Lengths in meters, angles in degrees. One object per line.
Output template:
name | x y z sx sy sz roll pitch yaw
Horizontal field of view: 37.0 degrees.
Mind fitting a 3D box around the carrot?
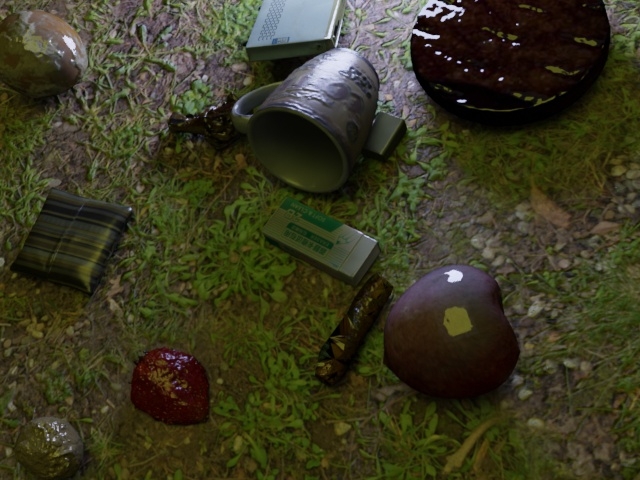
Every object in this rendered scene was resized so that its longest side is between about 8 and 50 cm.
carrot | 0.062 0.164 1.776 0.069 0.069 0.228 25 69 24

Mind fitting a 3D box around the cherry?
cherry | 0.217 0.162 1.656 0.239 0.206 0.239 -1 72 4

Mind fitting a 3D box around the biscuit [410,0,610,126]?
biscuit | 0.390 -0.407 1.984 0.408 0.091 0.407 -6 63 13

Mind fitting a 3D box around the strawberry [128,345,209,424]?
strawberry | -0.286 0.279 1.802 0.187 0.082 0.146 39 84 23

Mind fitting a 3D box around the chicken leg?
chicken leg | -0.235 -0.253 2.071 0.196 0.080 0.125 -19 49 12

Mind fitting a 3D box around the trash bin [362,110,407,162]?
trash bin | 0.130 -0.213 1.971 0.061 0.043 0.092 24 72 23

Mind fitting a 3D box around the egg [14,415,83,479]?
egg | -0.504 0.385 1.769 0.140 0.116 0.118 25 99 29

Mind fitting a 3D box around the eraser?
eraser | 0.000 0.000 1.885 0.225 0.052 0.095 27 70 25

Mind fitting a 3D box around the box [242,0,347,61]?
box | -0.054 -0.477 2.100 0.211 0.045 0.270 -5 38 10

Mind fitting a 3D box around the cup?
cup | -0.027 -0.265 1.953 0.301 0.227 0.257 13 51 25

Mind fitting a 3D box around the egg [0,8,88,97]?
egg | -0.643 -0.428 2.188 0.245 0.203 0.203 19 69 23

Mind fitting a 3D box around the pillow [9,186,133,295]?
pillow | -0.526 -0.002 2.016 0.208 0.052 0.212 14 68 17
